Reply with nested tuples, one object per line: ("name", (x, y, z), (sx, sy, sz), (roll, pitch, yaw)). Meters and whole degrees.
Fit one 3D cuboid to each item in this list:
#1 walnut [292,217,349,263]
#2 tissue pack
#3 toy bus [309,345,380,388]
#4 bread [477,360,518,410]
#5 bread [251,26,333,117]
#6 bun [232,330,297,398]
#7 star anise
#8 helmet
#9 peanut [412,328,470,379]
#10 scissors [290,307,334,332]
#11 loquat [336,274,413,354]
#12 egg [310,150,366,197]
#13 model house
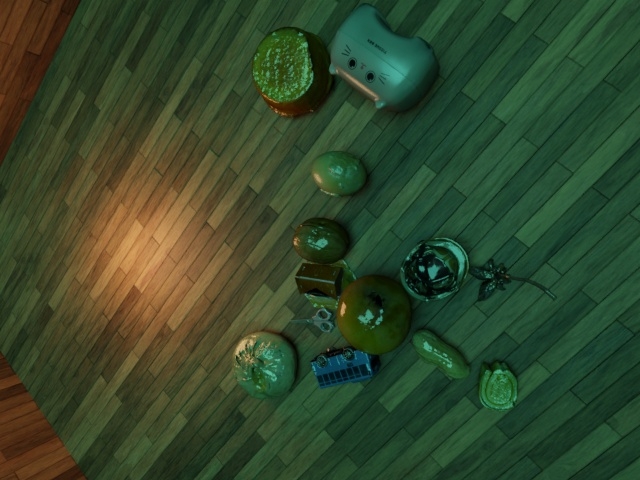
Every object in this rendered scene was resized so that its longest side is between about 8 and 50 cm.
("walnut", (0.000, 0.000, 1.513), (0.207, 0.167, 0.168), (14, 97, 17))
("tissue pack", (0.196, -0.571, 1.368), (0.333, 0.229, 0.236), (43, 106, 16))
("toy bus", (0.096, 0.448, 1.519), (0.233, 0.116, 0.134), (-21, 84, 24))
("bread", (0.569, 0.466, 1.349), (0.117, 0.064, 0.157), (7, 94, 18))
("bread", (-0.110, -0.615, 1.525), (0.311, 0.172, 0.313), (2, 94, 21))
("bun", (-0.232, 0.495, 1.641), (0.287, 0.146, 0.288), (1, 93, 25))
("star anise", (0.556, 0.140, 1.266), (0.218, 0.227, 0.148), (16, 92, 10))
("helmet", (0.370, 0.094, 1.380), (0.224, 0.130, 0.198), (-38, 82, 7))
("peanut", (0.399, 0.383, 1.401), (0.214, 0.090, 0.099), (33, 92, 19))
("scissors", (-0.035, 0.310, 1.617), (0.188, 0.015, 0.100), (-7, 100, 28))
("loquat", (0.179, 0.244, 1.395), (0.262, 0.263, 0.263), (1, 93, 23))
("egg", (0.064, -0.237, 1.475), (0.201, 0.164, 0.165), (16, 99, 14))
("model house", (0.018, 0.164, 1.525), (0.219, 0.136, 0.208), (9, 95, 22))
